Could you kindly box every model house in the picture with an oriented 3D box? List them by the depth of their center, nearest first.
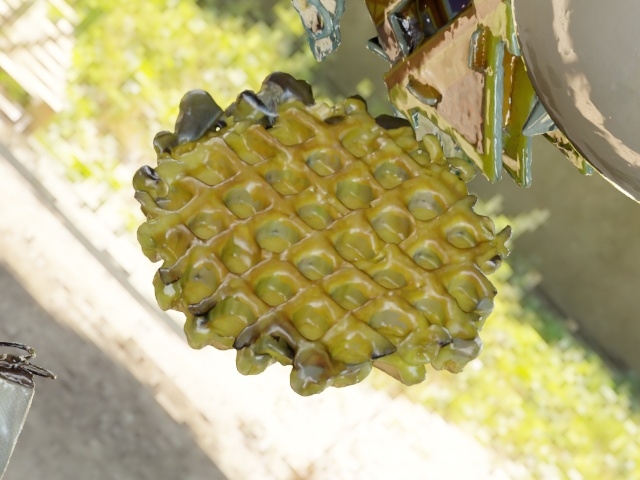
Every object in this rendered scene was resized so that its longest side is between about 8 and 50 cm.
[{"bbox_3d":[0.106,-0.172,1.771,0.242,0.358,0.312,-9,76,-34],"label":"model house"}]

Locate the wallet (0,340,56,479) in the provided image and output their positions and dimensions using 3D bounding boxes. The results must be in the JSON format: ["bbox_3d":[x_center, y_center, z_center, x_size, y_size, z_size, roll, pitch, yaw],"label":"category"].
[{"bbox_3d":[-0.448,0.187,1.880,0.335,0.274,0.068,19,-12,-8],"label":"wallet"}]

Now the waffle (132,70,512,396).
[{"bbox_3d":[-0.002,-0.008,1.553,0.329,0.062,0.329,7,47,-7],"label":"waffle"}]

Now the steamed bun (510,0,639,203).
[{"bbox_3d":[0.191,-0.091,0.730,0.232,0.232,0.145,40,22,-32],"label":"steamed bun"}]

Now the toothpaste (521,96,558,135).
[{"bbox_3d":[0.183,-0.131,1.340,0.029,0.048,0.197,64,-24,24],"label":"toothpaste"}]
